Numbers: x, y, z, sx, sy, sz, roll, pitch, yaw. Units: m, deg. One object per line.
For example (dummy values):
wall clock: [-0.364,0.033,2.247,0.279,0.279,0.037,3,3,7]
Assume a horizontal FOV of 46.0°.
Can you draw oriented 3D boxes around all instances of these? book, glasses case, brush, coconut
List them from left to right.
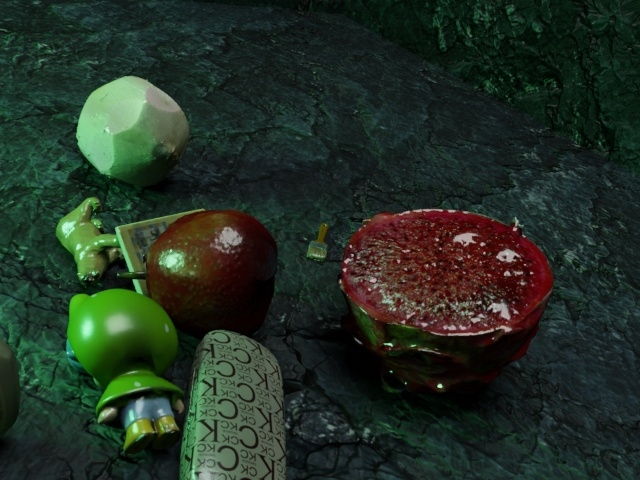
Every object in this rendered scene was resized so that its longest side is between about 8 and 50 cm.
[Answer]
coconut: [-0.403,-0.228,1.640,0.227,0.227,0.230,-11,38,-41]
book: [-0.256,0.036,1.346,0.192,0.013,0.168,-17,83,-45]
glasses case: [-0.119,0.251,1.050,0.137,0.085,0.354,24,25,-17]
brush: [0.000,0.000,1.657,0.043,0.014,0.170,15,27,0]

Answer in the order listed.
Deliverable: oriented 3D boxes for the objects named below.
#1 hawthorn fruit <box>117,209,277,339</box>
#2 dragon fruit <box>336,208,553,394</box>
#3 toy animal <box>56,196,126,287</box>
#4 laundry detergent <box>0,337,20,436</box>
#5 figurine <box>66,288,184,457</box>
hawthorn fruit: [-0.201,0.060,1.237,0.266,0.230,0.210,-3,58,-6]
dragon fruit: [0.206,0.116,1.326,0.371,0.249,0.386,-18,37,-23]
toy animal: [-0.413,0.010,1.355,0.101,0.103,0.219,-24,47,-25]
laundry detergent: [-0.475,0.211,0.858,0.091,0.181,0.253,35,39,22]
figurine: [-0.272,0.178,1.075,0.162,0.143,0.263,0,44,-36]
